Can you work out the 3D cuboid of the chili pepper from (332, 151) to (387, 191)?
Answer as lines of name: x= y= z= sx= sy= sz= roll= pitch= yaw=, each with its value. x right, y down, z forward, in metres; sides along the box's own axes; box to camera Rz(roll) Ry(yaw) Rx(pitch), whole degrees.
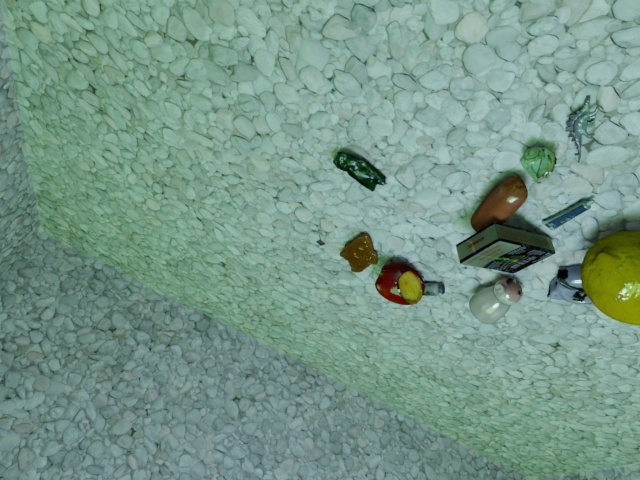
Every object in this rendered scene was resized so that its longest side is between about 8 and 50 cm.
chili pepper: x=0.152 y=-0.262 z=1.791 sx=0.224 sy=0.061 sz=0.098 roll=33 pitch=135 yaw=-10

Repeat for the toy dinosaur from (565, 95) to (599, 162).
toy dinosaur: x=0.775 y=-0.330 z=1.399 sx=0.082 sy=0.039 sz=0.209 roll=5 pitch=129 yaw=27

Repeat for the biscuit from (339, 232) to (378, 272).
biscuit: x=0.183 y=0.057 z=2.177 sx=0.183 sy=0.043 sz=0.280 roll=14 pitch=137 yaw=5

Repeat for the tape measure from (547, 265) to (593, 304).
tape measure: x=1.015 y=0.183 z=1.847 sx=0.196 sy=0.105 sz=0.178 roll=9 pitch=140 yaw=20

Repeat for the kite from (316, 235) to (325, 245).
kite: x=-0.006 y=0.000 z=2.235 sx=0.044 sy=0.002 sz=0.078 roll=-4 pitch=136 yaw=31

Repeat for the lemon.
lemon: x=1.065 y=0.127 z=1.595 sx=0.336 sy=0.336 sz=0.336 roll=14 pitch=142 yaw=11

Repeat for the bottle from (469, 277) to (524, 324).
bottle: x=0.771 y=0.250 z=2.029 sx=0.148 sy=0.147 sz=0.236 roll=28 pitch=135 yaw=-7

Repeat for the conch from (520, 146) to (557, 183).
conch: x=0.716 y=-0.244 z=1.517 sx=0.106 sy=0.079 sz=0.170 roll=-3 pitch=152 yaw=38

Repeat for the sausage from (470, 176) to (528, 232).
sausage: x=0.636 y=-0.123 z=1.669 sx=0.114 sy=0.113 sz=0.259 roll=23 pitch=143 yaw=0

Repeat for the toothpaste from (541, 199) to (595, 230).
toothpaste: x=0.872 y=-0.092 z=1.645 sx=0.057 sy=0.034 sz=0.197 roll=35 pitch=144 yaw=-7

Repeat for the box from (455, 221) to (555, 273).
box: x=0.687 y=0.033 z=1.749 sx=0.310 sy=0.084 sz=0.198 roll=10 pitch=149 yaw=-28

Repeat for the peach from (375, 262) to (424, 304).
peach: x=0.369 y=0.201 z=2.136 sx=0.226 sy=0.190 sz=0.196 roll=23 pitch=119 yaw=8

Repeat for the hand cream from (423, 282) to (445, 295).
hand cream: x=0.457 y=0.232 z=2.239 sx=0.276 sy=0.059 sz=0.095 roll=-4 pitch=133 yaw=37
